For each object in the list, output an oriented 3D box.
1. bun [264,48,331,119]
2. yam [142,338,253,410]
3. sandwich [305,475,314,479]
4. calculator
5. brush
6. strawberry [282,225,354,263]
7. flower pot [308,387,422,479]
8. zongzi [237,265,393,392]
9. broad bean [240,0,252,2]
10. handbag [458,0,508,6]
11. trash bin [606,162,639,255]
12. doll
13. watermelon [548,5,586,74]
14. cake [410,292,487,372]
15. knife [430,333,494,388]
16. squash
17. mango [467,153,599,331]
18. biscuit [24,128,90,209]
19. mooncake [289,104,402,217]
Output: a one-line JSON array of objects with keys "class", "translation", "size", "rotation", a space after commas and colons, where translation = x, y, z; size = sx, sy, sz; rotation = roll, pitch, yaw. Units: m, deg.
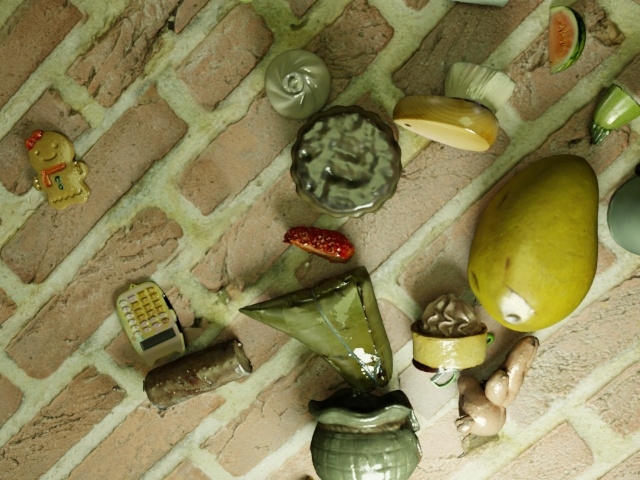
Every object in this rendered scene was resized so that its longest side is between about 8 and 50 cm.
[{"class": "bun", "translation": [-0.057, -0.391, 1.372], "size": [0.172, 0.120, 0.173], "rotation": [1, 100, 3]}, {"class": "yam", "translation": [-0.333, 0.362, 1.507], "size": [0.279, 0.131, 0.131], "rotation": [-23, 96, 6]}, {"class": "sandwich", "translation": [0.037, 0.793, 1.570], "size": [0.214, 0.065, 0.186], "rotation": [13, 100, 3]}, {"class": "calculator", "translation": [-0.476, 0.227, 1.546], "size": [0.157, 0.033, 0.237], "rotation": [-24, 93, 9]}, {"class": "brush", "translation": [0.316, -0.333, 1.335], "size": [0.266, 0.174, 0.166], "rotation": [18, 87, 18]}, {"class": "strawberry", "translation": [0.000, 0.000, 1.426], "size": [0.188, 0.121, 0.082], "rotation": [21, 80, 1]}, {"class": "flower pot", "translation": [0.117, 0.505, 1.418], "size": [0.301, 0.302, 0.213], "rotation": [-4, 86, 6]}, {"class": "zongzi", "translation": [-0.007, 0.266, 1.444], "size": [0.360, 0.160, 0.323], "rotation": [-16, 96, 7]}, {"class": "broad bean", "translation": [-0.212, -0.668, 1.361], "size": [0.174, 0.082, 0.124], "rotation": [42, 102, -3]}, {"class": "handbag", "translation": [0.395, -0.717, 1.277], "size": [0.171, 0.151, 0.298], "rotation": [7, 92, 0]}, {"class": "trash bin", "translation": [0.829, -0.043, 1.273], "size": [0.217, 0.262, 0.277], "rotation": [-11, 98, 7]}, {"class": "doll", "translation": [0.449, 0.362, 1.437], "size": [0.156, 0.201, 0.303], "rotation": [31, 95, 37]}, {"class": "watermelon", "translation": [0.604, -0.491, 1.324], "size": [0.087, 0.069, 0.163], "rotation": [-3, 96, 5]}, {"class": "cake", "translation": [0.316, 0.225, 1.400], "size": [0.207, 0.185, 0.178], "rotation": [-11, 95, 18]}, {"class": "knife", "translation": [0.394, 0.332, 1.493], "size": [0.212, 0.015, 0.054], "rotation": [-44, 93, 10]}, {"class": "squash", "translation": [0.701, -0.302, 1.345], "size": [0.105, 0.105, 0.132], "rotation": [41, 118, -2]}, {"class": "mango", "translation": [0.534, 0.001, 1.331], "size": [0.301, 0.220, 0.445], "rotation": [25, 97, 3]}, {"class": "biscuit", "translation": [-0.720, -0.199, 1.500], "size": [0.166, 0.036, 0.226], "rotation": [-16, 97, 8]}, {"class": "mooncake", "translation": [0.063, -0.191, 1.370], "size": [0.290, 0.161, 0.290], "rotation": [1, 99, 7]}]
